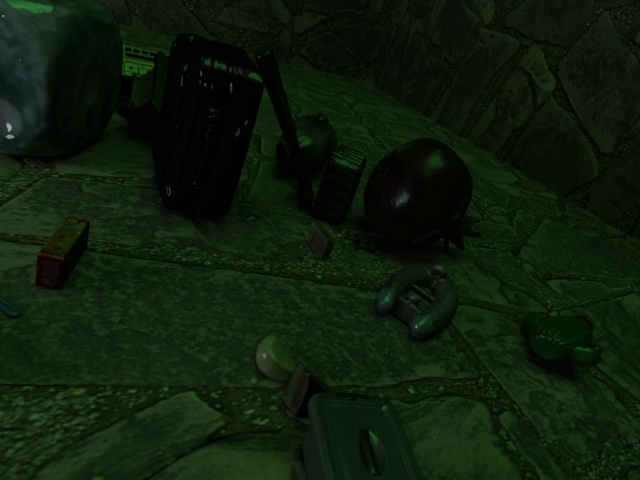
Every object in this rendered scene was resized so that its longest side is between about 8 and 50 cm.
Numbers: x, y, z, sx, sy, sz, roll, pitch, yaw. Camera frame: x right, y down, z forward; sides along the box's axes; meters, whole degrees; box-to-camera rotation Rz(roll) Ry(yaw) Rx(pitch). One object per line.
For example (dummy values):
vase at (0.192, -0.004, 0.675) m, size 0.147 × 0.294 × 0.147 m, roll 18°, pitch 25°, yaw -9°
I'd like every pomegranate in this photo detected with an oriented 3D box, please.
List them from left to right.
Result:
pomegranate at (0.276, -0.117, 1.214) m, size 0.323 × 0.291 × 0.291 m, roll 12°, pitch 27°, yaw -40°

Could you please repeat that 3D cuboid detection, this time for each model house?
model house at (-0.463, -0.366, 1.316) m, size 0.207 × 0.154 × 0.294 m, roll 54°, pitch 18°, yaw -48°

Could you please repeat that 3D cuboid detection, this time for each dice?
dice at (-0.673, -0.403, 1.019) m, size 0.348 × 0.328 × 0.330 m, roll 18°, pitch 27°, yaw -4°

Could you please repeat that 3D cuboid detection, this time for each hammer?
hammer at (-0.079, -0.263, 1.117) m, size 0.044 × 0.440 × 0.168 m, roll -13°, pitch 50°, yaw 4°

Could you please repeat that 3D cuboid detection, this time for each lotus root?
lotus root at (-0.046, -0.297, 1.442) m, size 0.175 × 0.175 × 0.349 m, roll 24°, pitch 32°, yaw 7°

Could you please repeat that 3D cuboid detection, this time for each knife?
knife at (-0.458, 0.080, 0.643) m, size 0.096 × 0.010 × 0.027 m, roll 27°, pitch 29°, yaw 12°

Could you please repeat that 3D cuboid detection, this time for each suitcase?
suitcase at (-0.256, -0.256, 1.022) m, size 0.188 × 0.345 × 0.339 m, roll 8°, pitch 29°, yaw -29°

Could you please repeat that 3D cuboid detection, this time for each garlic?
garlic at (-0.070, 0.181, 0.697) m, size 0.083 × 0.041 × 0.053 m, roll 46°, pitch 23°, yaw 26°

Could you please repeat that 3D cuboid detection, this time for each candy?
candy at (-0.409, 0.018, 0.732) m, size 0.038 × 0.062 × 0.122 m, roll 15°, pitch 28°, yaw -14°

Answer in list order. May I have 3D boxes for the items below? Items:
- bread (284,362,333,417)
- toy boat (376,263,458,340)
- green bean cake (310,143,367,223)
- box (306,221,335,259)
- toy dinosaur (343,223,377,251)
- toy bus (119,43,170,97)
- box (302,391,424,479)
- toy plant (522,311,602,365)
bread at (-0.021, 0.218, 0.648) m, size 0.062 × 0.109 × 0.043 m, roll -41°, pitch 49°, yaw -10°
toy boat at (0.216, 0.109, 0.963) m, size 0.155 × 0.085 × 0.227 m, roll 33°, pitch 30°, yaw 23°
green bean cake at (0.055, -0.152, 1.228) m, size 0.094 × 0.173 × 0.181 m, roll 21°, pitch 26°, yaw 3°
box at (0.000, 0.000, 1.047) m, size 0.024 × 0.053 × 0.083 m, roll 4°, pitch 33°, yaw -30°
toy dinosaur at (0.093, -0.005, 1.158) m, size 0.060 × 0.029 × 0.120 m, roll 17°, pitch 18°, yaw -42°
toy bus at (-0.591, -0.516, 1.417) m, size 0.331 × 0.151 × 0.145 m, roll -1°, pitch -8°, yaw -35°
box at (0.043, 0.276, 0.542) m, size 0.124 × 0.093 × 0.172 m, roll 11°, pitch 29°, yaw -17°
toy plant at (0.524, 0.202, 1.006) m, size 0.155 × 0.088 × 0.240 m, roll 14°, pitch 17°, yaw 20°
